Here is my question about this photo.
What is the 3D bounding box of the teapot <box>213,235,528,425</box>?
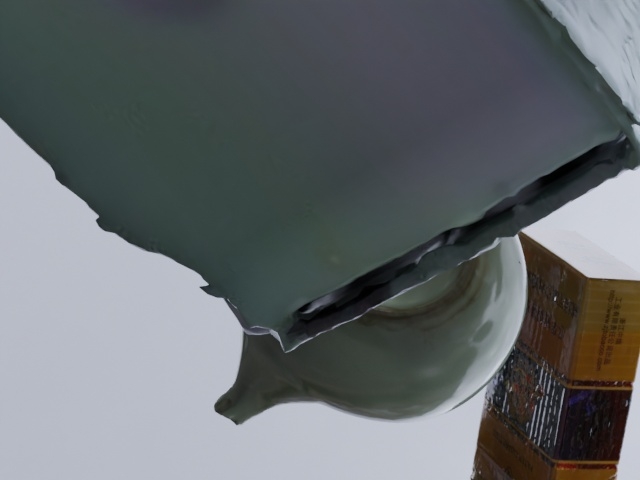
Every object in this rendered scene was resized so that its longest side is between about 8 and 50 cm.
[{"bbox_3d":[0.037,-0.004,1.424,0.149,0.220,0.318,99,-7,-56],"label":"teapot"}]

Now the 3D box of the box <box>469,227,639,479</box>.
[{"bbox_3d":[0.198,0.122,1.609,0.152,0.070,0.237,-139,-127,-65],"label":"box"}]

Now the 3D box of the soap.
[{"bbox_3d":[-0.075,-0.196,0.548,0.156,0.261,0.446,-29,-77,22],"label":"soap"}]
